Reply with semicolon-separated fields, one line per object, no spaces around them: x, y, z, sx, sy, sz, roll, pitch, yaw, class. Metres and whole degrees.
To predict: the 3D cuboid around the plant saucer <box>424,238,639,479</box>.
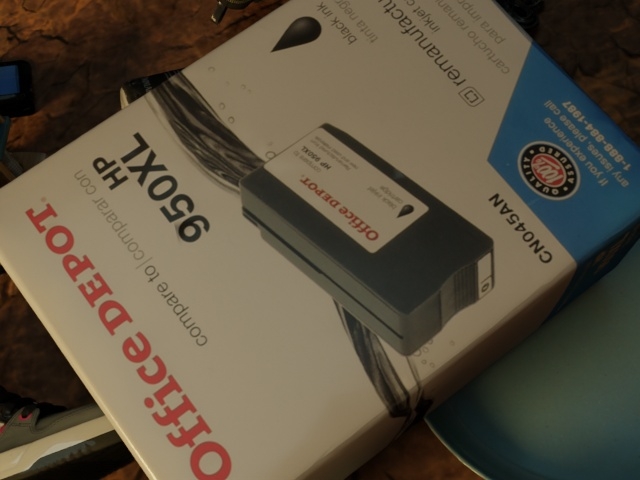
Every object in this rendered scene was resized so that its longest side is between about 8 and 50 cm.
0.220;0.068;0.782;0.317;0.043;0.317;-5;61;8;plant saucer

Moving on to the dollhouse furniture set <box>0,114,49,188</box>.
-0.265;-0.062;0.896;0.184;0.129;0.129;-2;62;11;dollhouse furniture set

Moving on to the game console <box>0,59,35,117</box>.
-0.363;-0.158;0.988;0.122;0.107;0.071;-10;88;-10;game console

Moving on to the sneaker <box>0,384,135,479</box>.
-0.286;0.135;0.807;0.295;0.124;0.178;-19;70;2;sneaker

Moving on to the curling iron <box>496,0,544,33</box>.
0.196;-0.159;0.883;0.068;0.035;0.274;-9;49;5;curling iron

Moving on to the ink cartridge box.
0.000;0.000;0.706;0.395;0.166;0.285;-36;73;-12;ink cartridge box

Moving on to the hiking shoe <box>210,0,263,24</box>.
-0.058;-0.314;1.009;0.086;0.114;0.227;38;43;-4;hiking shoe

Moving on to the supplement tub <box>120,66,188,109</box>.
-0.079;-0.109;0.880;0.190;0.117;0.117;-15;60;-12;supplement tub
